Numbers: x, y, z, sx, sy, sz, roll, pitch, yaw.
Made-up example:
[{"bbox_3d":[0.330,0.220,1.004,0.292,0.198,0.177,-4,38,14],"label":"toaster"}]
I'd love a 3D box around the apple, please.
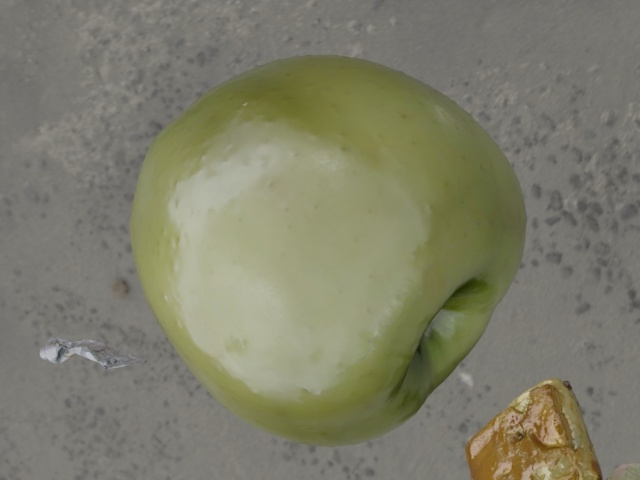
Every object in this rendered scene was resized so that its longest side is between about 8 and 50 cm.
[{"bbox_3d":[0.000,0.000,1.142,0.473,0.473,0.474,11,116,23],"label":"apple"}]

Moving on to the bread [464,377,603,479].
[{"bbox_3d":[0.332,0.354,1.549,0.099,0.211,0.235,26,126,-25],"label":"bread"}]

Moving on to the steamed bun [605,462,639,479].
[{"bbox_3d":[0.458,0.454,1.424,0.152,0.170,0.239,6,113,13],"label":"steamed bun"}]

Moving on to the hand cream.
[{"bbox_3d":[-0.431,0.208,1.752,0.256,0.084,0.050,0,90,42],"label":"hand cream"}]
